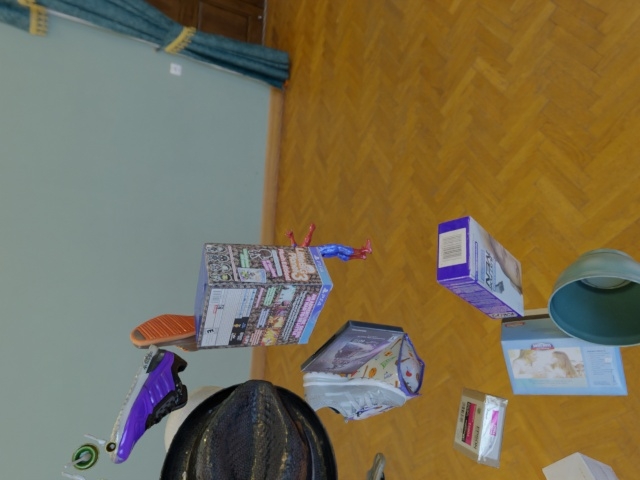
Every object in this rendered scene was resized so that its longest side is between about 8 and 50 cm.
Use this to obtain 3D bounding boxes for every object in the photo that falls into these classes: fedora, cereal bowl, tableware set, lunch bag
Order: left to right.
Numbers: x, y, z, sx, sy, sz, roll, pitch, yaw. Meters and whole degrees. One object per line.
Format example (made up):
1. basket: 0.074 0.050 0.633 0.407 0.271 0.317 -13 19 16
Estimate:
1. tableware set: -0.441 0.458 0.768 0.024 0.104 0.154 -51 16 60
2. cereal bowl: -0.319 0.605 1.167 0.338 0.141 0.339 6 104 23
3. fedora: -0.109 0.354 0.654 0.334 0.333 0.153 -120 30 -42
4. lunch bag: 0.292 0.652 1.874 0.327 0.385 0.239 -33 91 21

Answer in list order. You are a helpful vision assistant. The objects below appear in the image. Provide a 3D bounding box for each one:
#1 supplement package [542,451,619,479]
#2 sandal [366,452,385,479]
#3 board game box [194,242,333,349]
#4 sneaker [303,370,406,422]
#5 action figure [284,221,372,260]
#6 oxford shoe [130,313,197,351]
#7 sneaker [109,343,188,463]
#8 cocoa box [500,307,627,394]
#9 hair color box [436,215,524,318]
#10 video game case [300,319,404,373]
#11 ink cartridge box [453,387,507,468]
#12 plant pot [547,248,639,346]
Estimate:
1. supplement package: 0.859 0.795 1.293 0.134 0.244 0.139 -45 30 25
2. sandal: 0.158 0.652 1.109 0.072 0.049 0.180 -80 1 -60
3. board game box: -0.152 0.140 1.011 0.141 0.290 0.232 -113 35 -45
4. sneaker: 0.087 0.423 1.075 0.105 0.281 0.115 108 169 -66
5. action figure: 0.000 0.000 1.212 0.091 0.280 0.139 118 143 -61
6. oxford shoe: -0.453 0.322 1.348 0.130 0.363 0.133 30 109 36
7. sneaker: -0.411 0.407 1.017 0.102 0.146 0.293 -54 20 38
8. cocoa box: 0.847 0.387 1.439 0.347 0.228 0.232 -12 103 29
9. hair color box: 0.476 0.090 1.191 0.110 0.338 0.185 -16 54 42
10. video game case: 0.090 0.325 1.202 0.274 0.196 0.026 -52 38 35
11. ink cartridge box: 0.588 0.682 1.501 0.193 0.088 0.235 115 170 -75
12. plant pot: 0.861 0.150 1.224 0.293 0.293 0.196 -42 9 49
